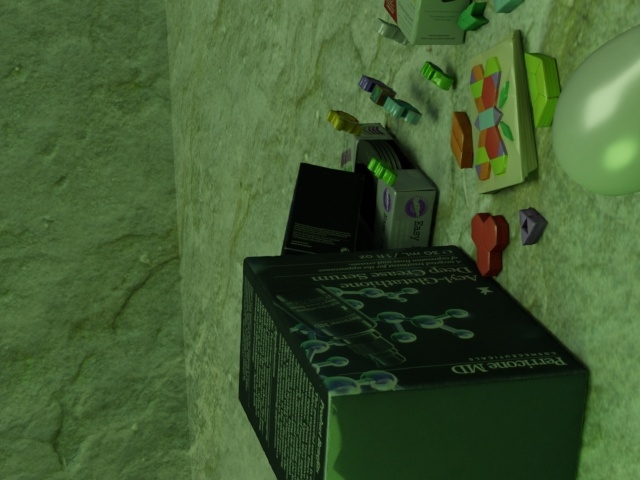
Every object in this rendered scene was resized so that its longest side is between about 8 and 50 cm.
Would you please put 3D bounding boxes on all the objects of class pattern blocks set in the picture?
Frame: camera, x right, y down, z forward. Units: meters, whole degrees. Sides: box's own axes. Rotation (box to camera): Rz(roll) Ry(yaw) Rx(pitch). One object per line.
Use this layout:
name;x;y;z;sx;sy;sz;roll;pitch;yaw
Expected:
pattern blocks set;0.210;-0.144;1.586;0.285;0.026;0.324;127;138;-65

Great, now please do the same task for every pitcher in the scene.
pitcher;0.300;-0.112;1.147;0.177;0.126;0.207;62;143;24

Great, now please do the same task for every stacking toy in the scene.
stacking toy;0.098;-0.191;1.839;0.167;0.052;0.221;-63;33;18

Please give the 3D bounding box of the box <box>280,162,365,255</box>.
box;-0.012;0.048;1.925;0.184;0.103;0.261;-77;0;-47

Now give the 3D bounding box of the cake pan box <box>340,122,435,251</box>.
cake pan box;0.088;-0.016;1.957;0.245;0.070;0.266;-122;33;-56

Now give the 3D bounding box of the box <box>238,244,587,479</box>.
box;0.088;0.174;1.582;0.395;0.294;0.211;-129;39;-63

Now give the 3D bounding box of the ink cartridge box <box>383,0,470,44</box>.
ink cartridge box;0.142;-0.353;1.700;0.127;0.072;0.175;-115;27;-53
